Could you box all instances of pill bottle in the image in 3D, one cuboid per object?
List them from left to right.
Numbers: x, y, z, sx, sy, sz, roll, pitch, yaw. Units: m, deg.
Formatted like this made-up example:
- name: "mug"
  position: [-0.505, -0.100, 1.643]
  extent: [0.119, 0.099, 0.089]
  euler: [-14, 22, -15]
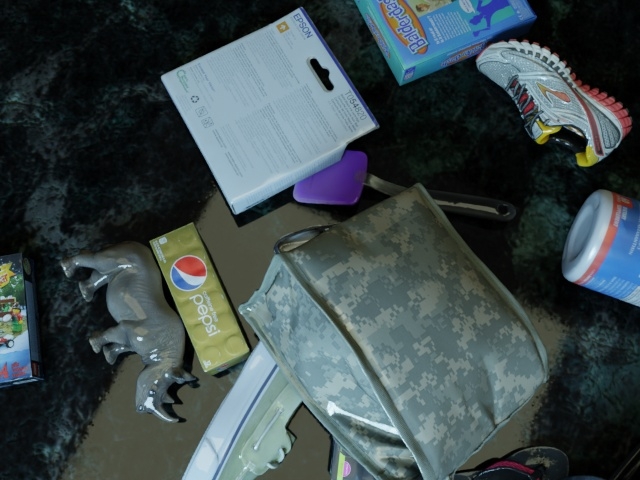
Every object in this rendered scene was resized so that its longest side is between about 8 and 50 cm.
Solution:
- name: "pill bottle"
  position: [0.428, 0.028, 0.869]
  extent: [0.221, 0.124, 0.124]
  euler: [19, 75, 4]

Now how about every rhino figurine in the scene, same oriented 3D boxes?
- name: "rhino figurine"
  position: [-0.225, 0.111, 0.866]
  extent: [0.106, 0.073, 0.243]
  euler: [-25, 78, -4]

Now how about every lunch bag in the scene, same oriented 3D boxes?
- name: "lunch bag"
  position: [0.094, 0.114, 0.786]
  extent: [0.235, 0.169, 0.287]
  euler: [-28, 74, -36]

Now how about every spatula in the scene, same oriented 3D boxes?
- name: "spatula"
  position: [0.114, -0.066, 0.938]
  extent: [0.296, 0.030, 0.084]
  euler: [12, 72, 3]

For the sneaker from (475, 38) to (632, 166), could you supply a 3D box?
- name: "sneaker"
  position: [0.304, -0.187, 0.945]
  extent: [0.225, 0.088, 0.093]
  euler: [37, 79, 9]

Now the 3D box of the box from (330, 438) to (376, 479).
- name: "box"
  position: [0.039, 0.251, 0.824]
  extent: [0.052, 0.083, 0.062]
  euler: [6, 75, 1]

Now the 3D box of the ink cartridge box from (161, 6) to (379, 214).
- name: "ink cartridge box"
  position: [-0.069, -0.180, 0.953]
  extent: [0.224, 0.045, 0.223]
  euler: [-28, 73, -6]

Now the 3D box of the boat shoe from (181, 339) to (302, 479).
- name: "boat shoe"
  position: [-0.075, 0.219, 0.822]
  extent: [0.094, 0.109, 0.302]
  euler: [27, 74, 4]

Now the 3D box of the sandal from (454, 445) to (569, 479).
- name: "sandal"
  position: [0.216, 0.294, 0.837]
  extent: [0.179, 0.040, 0.067]
  euler: [-14, 75, -4]

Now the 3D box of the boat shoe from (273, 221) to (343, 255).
- name: "boat shoe"
  position: [0.000, 0.000, 0.915]
  extent: [0.125, 0.038, 0.046]
  euler: [-10, 75, -3]

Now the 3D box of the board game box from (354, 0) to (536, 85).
- name: "board game box"
  position: [0.174, -0.333, 1.003]
  extent: [0.210, 0.047, 0.160]
  euler: [-23, 76, -7]

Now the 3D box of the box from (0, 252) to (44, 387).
- name: "box"
  position: [-0.475, 0.116, 0.875]
  extent: [0.233, 0.044, 0.159]
  euler: [-11, 76, -4]

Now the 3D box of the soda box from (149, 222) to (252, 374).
- name: "soda box"
  position: [-0.149, 0.074, 0.883]
  extent: [0.061, 0.058, 0.181]
  euler: [-24, 77, -7]

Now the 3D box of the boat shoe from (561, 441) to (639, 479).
- name: "boat shoe"
  position: [0.297, 0.338, 0.756]
  extent: [0.500, 0.187, 0.156]
  euler: [-30, 79, -15]
